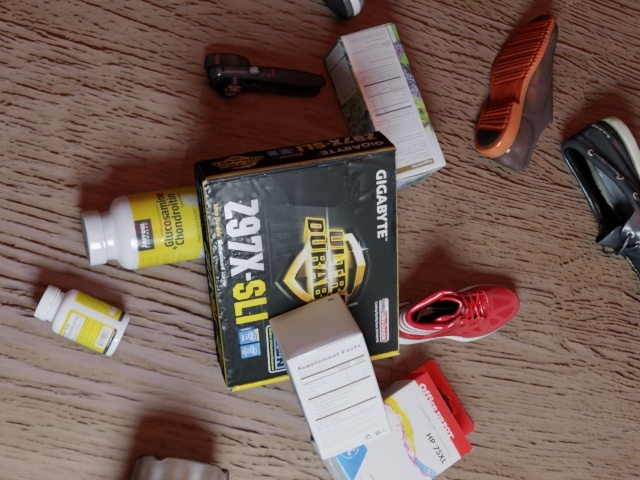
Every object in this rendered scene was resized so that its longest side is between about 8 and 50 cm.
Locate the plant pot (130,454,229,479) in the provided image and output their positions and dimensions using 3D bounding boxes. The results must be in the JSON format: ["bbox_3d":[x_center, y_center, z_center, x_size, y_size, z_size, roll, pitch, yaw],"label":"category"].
[{"bbox_3d":[-0.193,0.369,1.218,0.167,0.167,0.165,13,68,-14],"label":"plant pot"}]

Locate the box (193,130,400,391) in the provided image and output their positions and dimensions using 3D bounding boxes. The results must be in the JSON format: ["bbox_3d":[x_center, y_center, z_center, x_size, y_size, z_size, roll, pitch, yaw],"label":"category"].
[{"bbox_3d":[-0.024,0.030,1.275,0.257,0.079,0.322,-9,118,-13],"label":"box"}]

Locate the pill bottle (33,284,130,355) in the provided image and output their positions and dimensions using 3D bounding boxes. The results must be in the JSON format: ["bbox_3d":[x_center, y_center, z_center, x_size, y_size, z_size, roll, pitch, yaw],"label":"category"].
[{"bbox_3d":[-0.321,0.105,1.272,0.116,0.065,0.065,27,73,-11],"label":"pill bottle"}]

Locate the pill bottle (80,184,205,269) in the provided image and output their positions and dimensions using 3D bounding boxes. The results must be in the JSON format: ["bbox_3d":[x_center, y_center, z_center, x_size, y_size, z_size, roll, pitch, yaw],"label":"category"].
[{"bbox_3d":[-0.231,-0.016,1.303,0.184,0.103,0.103,-10,82,-19],"label":"pill bottle"}]

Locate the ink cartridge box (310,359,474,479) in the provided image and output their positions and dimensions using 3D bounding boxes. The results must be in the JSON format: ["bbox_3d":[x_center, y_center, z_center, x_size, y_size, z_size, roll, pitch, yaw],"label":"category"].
[{"bbox_3d":[0.121,0.282,1.365,0.231,0.078,0.134,-31,90,-20],"label":"ink cartridge box"}]

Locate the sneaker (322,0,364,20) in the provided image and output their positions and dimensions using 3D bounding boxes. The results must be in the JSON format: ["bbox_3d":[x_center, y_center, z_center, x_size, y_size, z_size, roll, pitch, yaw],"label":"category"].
[{"bbox_3d":[0.037,-0.503,1.475,0.178,0.124,0.295,-28,87,-10],"label":"sneaker"}]

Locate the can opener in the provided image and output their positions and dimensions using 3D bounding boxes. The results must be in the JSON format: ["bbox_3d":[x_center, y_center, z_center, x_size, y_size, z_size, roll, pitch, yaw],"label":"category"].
[{"bbox_3d":[-0.081,-0.244,1.416,0.186,0.059,0.073,5,78,-16],"label":"can opener"}]

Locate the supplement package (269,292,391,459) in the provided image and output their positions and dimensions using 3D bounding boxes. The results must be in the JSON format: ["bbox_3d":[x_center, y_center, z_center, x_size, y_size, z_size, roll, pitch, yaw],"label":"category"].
[{"bbox_3d":[0.014,0.181,1.259,0.105,0.105,0.179,-21,121,-6],"label":"supplement package"}]

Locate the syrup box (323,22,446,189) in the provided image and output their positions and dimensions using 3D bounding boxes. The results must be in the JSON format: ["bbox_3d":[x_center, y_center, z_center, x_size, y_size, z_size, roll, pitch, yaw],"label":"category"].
[{"bbox_3d":[0.096,-0.198,1.442,0.096,0.093,0.237,-19,85,-20],"label":"syrup box"}]

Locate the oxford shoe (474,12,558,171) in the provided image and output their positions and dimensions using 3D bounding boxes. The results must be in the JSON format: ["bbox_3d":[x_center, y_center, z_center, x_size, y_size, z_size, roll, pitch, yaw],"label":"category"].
[{"bbox_3d":[0.335,-0.241,1.537,0.098,0.097,0.271,31,76,-30],"label":"oxford shoe"}]

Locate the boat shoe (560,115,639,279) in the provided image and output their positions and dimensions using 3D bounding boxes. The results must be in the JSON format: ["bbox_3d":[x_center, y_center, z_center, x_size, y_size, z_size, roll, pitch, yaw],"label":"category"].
[{"bbox_3d":[0.484,-0.031,1.511,0.113,0.127,0.340,-18,83,-18],"label":"boat shoe"}]

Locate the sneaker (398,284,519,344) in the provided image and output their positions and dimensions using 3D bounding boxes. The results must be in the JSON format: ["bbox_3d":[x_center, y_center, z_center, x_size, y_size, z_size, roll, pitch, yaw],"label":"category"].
[{"bbox_3d":[0.216,0.109,1.400,0.221,0.128,0.087,-14,85,-17],"label":"sneaker"}]
